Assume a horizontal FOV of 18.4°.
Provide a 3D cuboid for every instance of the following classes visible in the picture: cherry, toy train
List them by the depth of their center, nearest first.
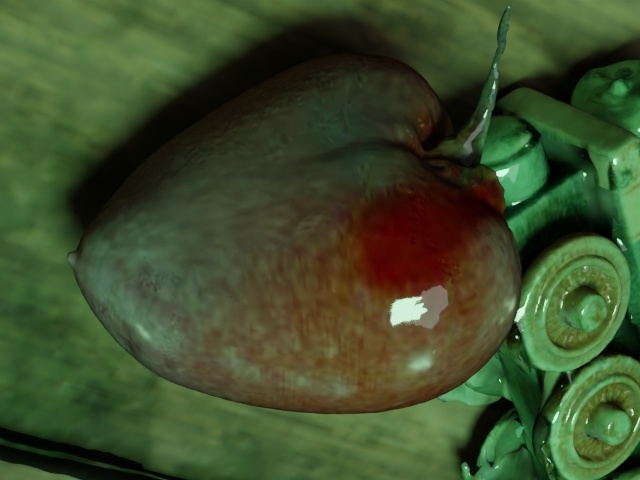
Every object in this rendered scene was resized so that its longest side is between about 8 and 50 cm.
[{"bbox_3d":[0.000,-0.002,0.569,0.126,0.106,0.087,-4,149,16],"label":"cherry"},{"bbox_3d":[0.100,0.028,0.660,0.125,0.081,0.194,-35,128,-20],"label":"toy train"}]
